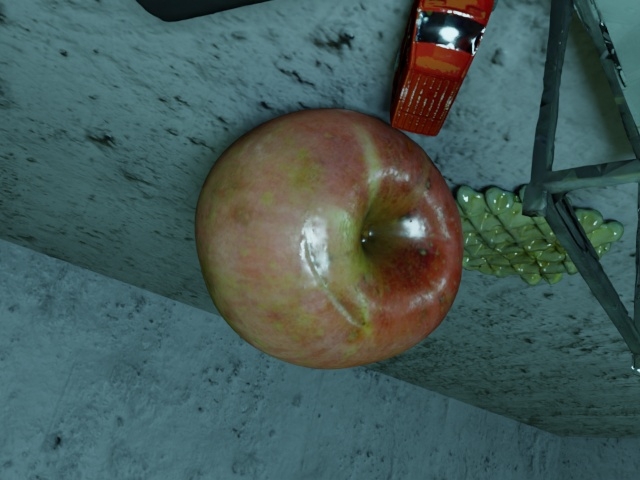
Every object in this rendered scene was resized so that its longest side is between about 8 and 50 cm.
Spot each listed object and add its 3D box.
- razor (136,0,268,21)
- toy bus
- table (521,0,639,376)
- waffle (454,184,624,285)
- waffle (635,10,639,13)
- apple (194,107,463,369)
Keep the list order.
[{"bbox_3d":[-0.050,-0.287,0.533,0.327,0.107,0.189,1,155,31],"label":"razor"},{"bbox_3d":[0.124,-0.199,0.662,0.081,0.089,0.195,13,157,1],"label":"toy bus"},{"bbox_3d":[0.340,-0.063,0.508,0.222,0.272,0.335,-5,148,38],"label":"table"},{"bbox_3d":[0.321,-0.002,1.054,0.292,0.056,0.309,16,159,-5],"label":"waffle"},{"bbox_3d":[0.361,-0.213,0.556,0.191,0.038,0.191,12,158,5],"label":"waffle"},{"bbox_3d":[0.000,0.000,0.875,0.364,0.364,0.364,12,157,5],"label":"apple"}]
